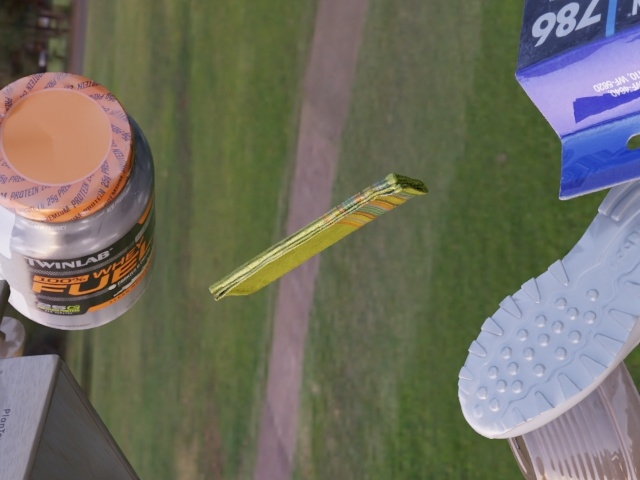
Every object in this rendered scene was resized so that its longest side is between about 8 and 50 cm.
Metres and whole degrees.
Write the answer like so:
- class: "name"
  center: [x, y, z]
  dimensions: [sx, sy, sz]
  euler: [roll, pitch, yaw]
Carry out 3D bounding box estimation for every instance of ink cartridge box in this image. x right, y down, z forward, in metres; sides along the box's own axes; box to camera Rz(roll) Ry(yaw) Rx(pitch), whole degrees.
- class: "ink cartridge box"
  center: [0.219, -0.201, 0.807]
  dimensions: [0.165, 0.065, 0.332]
  euler: [-17, 56, 45]

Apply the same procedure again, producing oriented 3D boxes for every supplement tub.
- class: "supplement tub"
  center: [-0.274, -0.038, 1.308]
  dimensions: [0.316, 0.194, 0.193]
  euler: [105, 163, -67]

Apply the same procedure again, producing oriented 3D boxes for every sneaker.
- class: "sneaker"
  center: [0.194, 0.052, 0.838]
  dimensions: [0.235, 0.095, 0.090]
  euler: [-45, 56, -2]

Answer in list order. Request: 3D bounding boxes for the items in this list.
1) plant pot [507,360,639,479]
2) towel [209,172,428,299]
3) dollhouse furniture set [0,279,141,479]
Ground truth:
- class: "plant pot"
  center: [0.247, 0.184, 1.226]
  dimensions: [0.237, 0.110, 0.237]
  euler: [159, 90, -87]
- class: "towel"
  center: [0.000, 0.000, 1.270]
  dimensions: [0.237, 0.102, 0.021]
  euler: [-31, 76, 19]
- class: "dollhouse furniture set"
  center: [-0.309, 0.190, 0.765]
  dimensions: [0.173, 0.356, 0.303]
  euler: [70, -161, -45]
